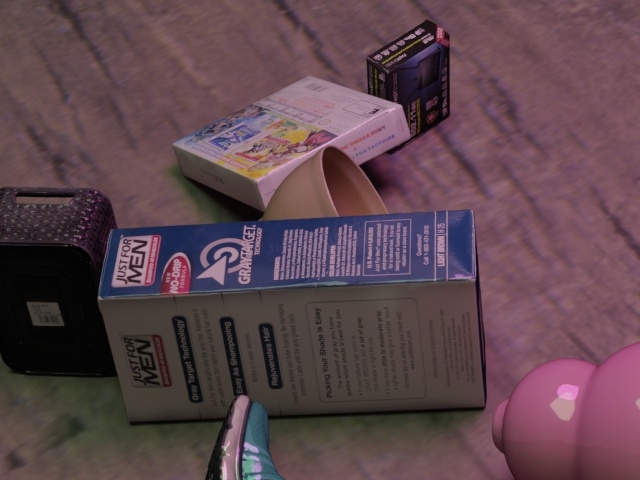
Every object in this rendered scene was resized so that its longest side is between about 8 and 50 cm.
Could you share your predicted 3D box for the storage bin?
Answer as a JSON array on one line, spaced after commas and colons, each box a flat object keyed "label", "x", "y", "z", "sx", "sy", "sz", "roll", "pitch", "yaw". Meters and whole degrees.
[{"label": "storage bin", "x": -0.259, "y": 0.042, "z": 1.921, "sx": 0.122, "sy": 0.180, "sz": 0.084, "roll": 1, "pitch": 42, "yaw": 11}]

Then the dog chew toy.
[{"label": "dog chew toy", "x": 0.308, "y": 0.174, "z": 1.677, "sx": 0.331, "sy": 0.207, "sz": 0.207, "roll": 4, "pitch": 43, "yaw": 25}]

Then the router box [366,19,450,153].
[{"label": "router box", "x": 0.096, "y": -0.167, "z": 2.138, "sx": 0.092, "sy": 0.122, "sz": 0.038, "roll": -33, "pitch": 52, "yaw": -25}]

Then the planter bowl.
[{"label": "planter bowl", "x": 0.000, "y": 0.000, "z": 1.960, "sx": 0.109, "sy": 0.162, "sz": 0.162, "roll": -28, "pitch": 38, "yaw": 18}]

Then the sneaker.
[{"label": "sneaker", "x": -0.046, "y": 0.256, "z": 1.732, "sx": 0.110, "sy": 0.107, "sz": 0.275, "roll": 4, "pitch": 44, "yaw": -15}]

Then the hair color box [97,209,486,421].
[{"label": "hair color box", "x": -0.021, "y": 0.072, "z": 1.853, "sx": 0.347, "sy": 0.174, "sz": 0.105, "roll": -3, "pitch": 41, "yaw": 6}]

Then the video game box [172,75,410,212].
[{"label": "video game box", "x": -0.033, "y": -0.106, "z": 2.103, "sx": 0.187, "sy": 0.048, "sz": 0.205, "roll": -26, "pitch": 24, "yaw": -21}]
